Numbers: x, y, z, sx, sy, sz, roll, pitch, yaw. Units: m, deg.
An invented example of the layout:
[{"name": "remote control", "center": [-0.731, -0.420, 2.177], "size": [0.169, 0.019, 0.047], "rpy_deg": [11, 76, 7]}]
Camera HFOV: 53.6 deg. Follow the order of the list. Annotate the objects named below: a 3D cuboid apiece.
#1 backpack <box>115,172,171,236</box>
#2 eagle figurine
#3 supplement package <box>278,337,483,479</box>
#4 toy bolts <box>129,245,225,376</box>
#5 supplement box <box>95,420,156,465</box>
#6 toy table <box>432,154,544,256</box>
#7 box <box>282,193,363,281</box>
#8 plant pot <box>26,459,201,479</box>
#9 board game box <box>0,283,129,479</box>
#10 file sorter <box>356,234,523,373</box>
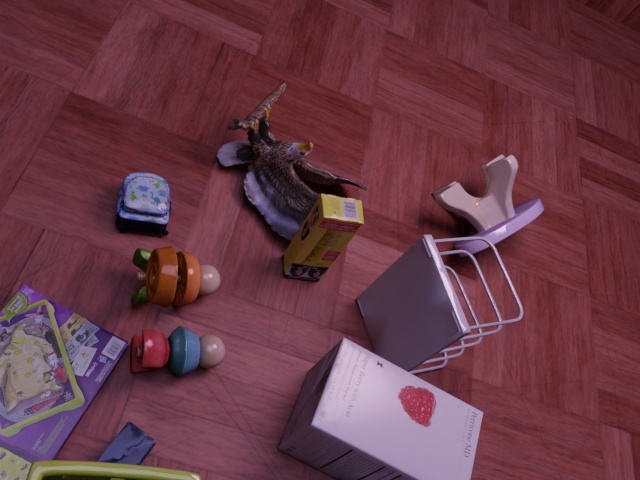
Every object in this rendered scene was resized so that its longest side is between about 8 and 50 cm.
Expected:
[{"name": "backpack", "center": [-0.342, -0.079, 1.236], "size": [0.105, 0.084, 0.114], "rpy_deg": [9, 55, -22]}, {"name": "eagle figurine", "center": [-0.064, -0.155, 1.363], "size": [0.226, 0.225, 0.298], "rpy_deg": [-38, 109, -2]}, {"name": "supplement package", "center": [0.108, 0.338, 1.128], "size": [0.293, 0.175, 0.177], "rpy_deg": [29, 52, -6]}, {"name": "toy bolts", "center": [-0.232, 0.121, 1.106], "size": [0.159, 0.218, 0.228], "rpy_deg": [6, 77, -29]}, {"name": "supplement box", "center": [-0.309, 0.342, 0.992], "size": [0.056, 0.083, 0.083], "rpy_deg": [37, 52, 0]}, {"name": "toy table", "center": [0.392, -0.089, 1.500], "size": [0.274, 0.252, 0.160], "rpy_deg": [-31, 94, -46]}, {"name": "box", "center": [0.000, 0.000, 1.250], "size": [0.087, 0.232, 0.058], "rpy_deg": [9, 55, -21]}, {"name": "plant pot", "center": [-0.301, 0.440, 0.859], "size": [0.227, 0.207, 0.228], "rpy_deg": [12, 56, -18]}, {"name": "board game box", "center": [-0.483, 0.256, 0.991], "size": [0.208, 0.056, 0.346], "rpy_deg": [33, 52, -8]}, {"name": "file sorter", "center": [0.230, 0.134, 1.247], "size": [0.173, 0.277, 0.192], "rpy_deg": [-5, 63, -29]}]
